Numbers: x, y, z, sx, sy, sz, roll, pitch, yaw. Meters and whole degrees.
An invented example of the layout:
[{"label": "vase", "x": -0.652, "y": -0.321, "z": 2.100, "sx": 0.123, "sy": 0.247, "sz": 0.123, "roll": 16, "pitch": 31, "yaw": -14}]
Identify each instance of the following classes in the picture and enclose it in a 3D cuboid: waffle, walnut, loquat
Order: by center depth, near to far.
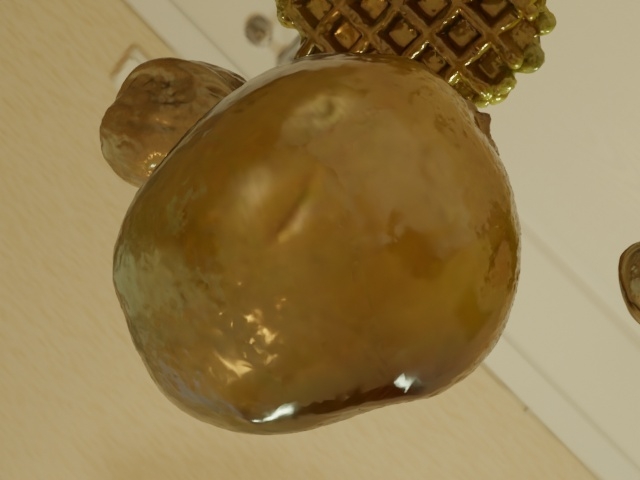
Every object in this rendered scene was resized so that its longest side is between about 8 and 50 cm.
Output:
[{"label": "loquat", "x": 0.000, "y": 0.000, "z": 0.687, "sx": 0.283, "sy": 0.276, "sz": 0.276, "roll": -22, "pitch": 176, "yaw": 8}, {"label": "walnut", "x": -0.131, "y": -0.111, "z": 0.946, "sx": 0.166, "sy": 0.166, "sz": 0.149, "roll": -40, "pitch": 145, "yaw": -35}, {"label": "waffle", "x": 0.091, "y": -0.255, "z": 0.984, "sx": 0.300, "sy": 0.282, "sz": 0.058, "roll": -19, "pitch": -173, "yaw": 25}]

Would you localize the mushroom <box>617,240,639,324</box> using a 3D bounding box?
[{"label": "mushroom", "x": 0.298, "y": -0.014, "z": 0.657, "sx": 0.247, "sy": 0.108, "sz": 0.096, "roll": 133, "pitch": -35, "yaw": -54}]
